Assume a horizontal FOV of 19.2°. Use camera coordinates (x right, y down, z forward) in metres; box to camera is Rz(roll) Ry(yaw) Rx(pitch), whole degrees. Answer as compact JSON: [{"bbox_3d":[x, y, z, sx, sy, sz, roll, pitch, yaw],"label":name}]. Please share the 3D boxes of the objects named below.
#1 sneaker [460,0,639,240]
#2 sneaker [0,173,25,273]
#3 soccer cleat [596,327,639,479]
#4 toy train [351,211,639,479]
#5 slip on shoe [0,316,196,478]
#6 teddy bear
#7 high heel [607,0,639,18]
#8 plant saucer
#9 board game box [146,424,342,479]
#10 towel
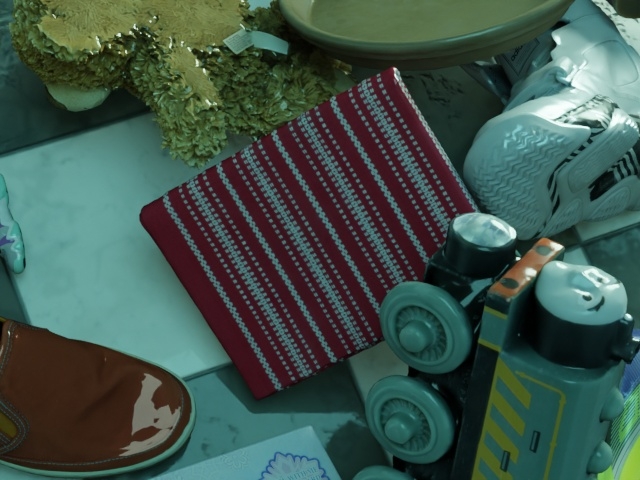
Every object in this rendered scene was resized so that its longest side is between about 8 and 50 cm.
[{"bbox_3d":[0.190,-0.122,1.646,0.210,0.137,0.365,49,29,21],"label":"sneaker"},{"bbox_3d":[-0.297,-0.008,1.636,0.069,0.038,0.098,-16,62,-13],"label":"sneaker"},{"bbox_3d":[0.268,0.214,1.610,0.121,0.093,0.289,15,69,-16],"label":"soccer cleat"},{"bbox_3d":[0.139,0.139,1.462,0.190,0.334,0.142,23,35,22],"label":"toy train"},{"bbox_3d":[-0.255,0.115,1.541,0.331,0.101,0.123,17,63,-18],"label":"slip on shoe"},{"bbox_3d":[-0.112,-0.152,1.655,0.338,0.113,0.245,-9,54,-36],"label":"teddy bear"},{"bbox_3d":[0.375,-0.295,1.803,0.377,0.127,0.181,-3,42,-35],"label":"high heel"},{"bbox_3d":[0.101,-0.220,1.640,0.277,0.041,0.278,-8,33,5],"label":"plant saucer"},{"bbox_3d":[-0.070,0.329,1.456,0.318,0.066,0.318,-16,65,-35],"label":"board game box"},{"bbox_3d":[0.000,0.000,1.556,0.199,0.274,0.031,58,27,-8],"label":"towel"}]
